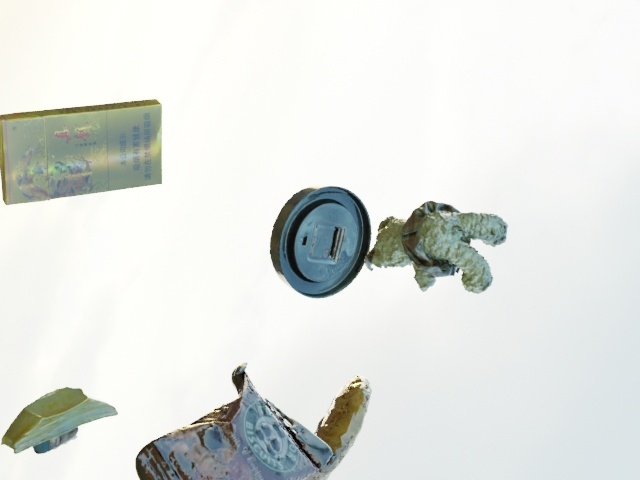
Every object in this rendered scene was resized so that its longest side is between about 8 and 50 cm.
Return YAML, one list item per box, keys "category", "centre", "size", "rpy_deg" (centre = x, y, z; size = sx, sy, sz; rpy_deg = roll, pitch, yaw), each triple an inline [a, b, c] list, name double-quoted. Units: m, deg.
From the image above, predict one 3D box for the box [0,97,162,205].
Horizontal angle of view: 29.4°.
- category: "box"
  centre: [-0.226, -0.085, 1.160]
  size: [0.022, 0.156, 0.089]
  rpy_deg: [41, -48, 54]

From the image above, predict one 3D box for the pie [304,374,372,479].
- category: "pie"
  centre: [0.012, 0.341, 2.037]
  size: [0.273, 0.069, 0.273]
  rpy_deg: [-56, 175, -7]

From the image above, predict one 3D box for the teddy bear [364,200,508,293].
- category: "teddy bear"
  centre: [0.148, 0.003, 1.730]
  size: [0.213, 0.111, 0.133]
  rpy_deg: [3, -118, 28]

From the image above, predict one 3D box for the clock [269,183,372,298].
- category: "clock"
  centre: [0.000, 0.000, 2.262]
  size: [0.042, 0.215, 0.215]
  rpy_deg: [20, -94, 50]

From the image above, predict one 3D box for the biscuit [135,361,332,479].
- category: "biscuit"
  centre: [-0.092, 0.235, 1.328]
  size: [0.063, 0.151, 0.235]
  rpy_deg: [-34, -178, 37]

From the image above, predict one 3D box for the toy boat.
- category: "toy boat"
  centre: [-0.332, 0.232, 1.568]
  size: [0.065, 0.172, 0.066]
  rpy_deg: [18, -66, 34]
